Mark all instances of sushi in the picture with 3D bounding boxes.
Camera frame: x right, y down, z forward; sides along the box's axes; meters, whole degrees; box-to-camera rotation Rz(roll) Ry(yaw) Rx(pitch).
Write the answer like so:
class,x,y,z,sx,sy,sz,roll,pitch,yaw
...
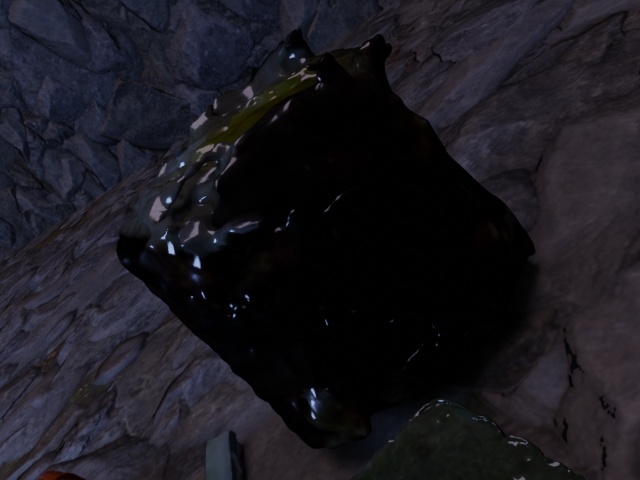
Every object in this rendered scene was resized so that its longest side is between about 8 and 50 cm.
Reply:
class,x,y,z,sx,sy,sz,roll,pitch,yaw
sushi,-0.002,-0.001,0.578,0.281,0.294,0.299,-1,45,54

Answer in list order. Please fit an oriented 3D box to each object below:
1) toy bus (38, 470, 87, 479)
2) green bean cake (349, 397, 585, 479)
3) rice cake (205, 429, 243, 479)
class,x,y,z,sx,sy,sz,roll,pitch,yaw
toy bus,-0.244,0.360,0.497,0.153,0.143,0.329,-9,37,32
green bean cake,0.078,0.203,0.362,0.185,0.094,0.183,-45,25,-14
rice cake,-0.086,0.249,0.586,0.042,0.030,0.180,-32,26,6
